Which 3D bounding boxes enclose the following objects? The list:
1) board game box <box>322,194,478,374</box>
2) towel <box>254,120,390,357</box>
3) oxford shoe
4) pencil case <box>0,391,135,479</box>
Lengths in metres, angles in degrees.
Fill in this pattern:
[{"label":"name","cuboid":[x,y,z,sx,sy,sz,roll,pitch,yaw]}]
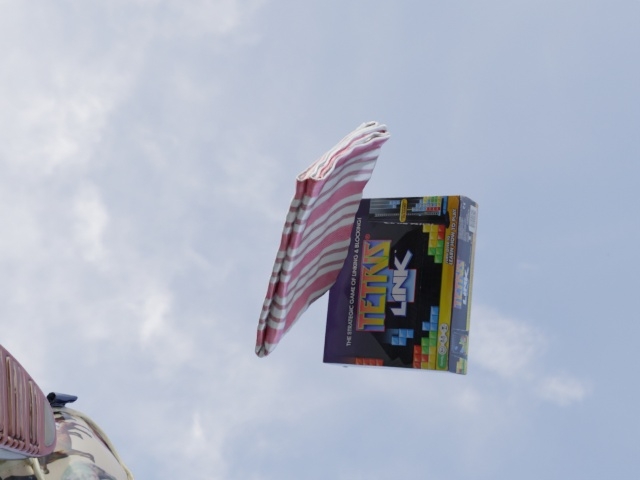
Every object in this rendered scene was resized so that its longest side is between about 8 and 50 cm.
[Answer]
[{"label":"board game box","cuboid":[0.078,0.043,1.071,0.141,0.048,0.170,-1,-101,32]},{"label":"towel","cuboid":[0.000,0.000,0.960,0.029,0.144,0.197,26,-56,15]},{"label":"oxford shoe","cuboid":[-0.409,0.139,1.047,0.130,0.348,0.123,-35,-137,19]},{"label":"pencil case","cuboid":[-0.432,0.346,1.329,0.410,0.160,0.183,-33,-55,19]}]
